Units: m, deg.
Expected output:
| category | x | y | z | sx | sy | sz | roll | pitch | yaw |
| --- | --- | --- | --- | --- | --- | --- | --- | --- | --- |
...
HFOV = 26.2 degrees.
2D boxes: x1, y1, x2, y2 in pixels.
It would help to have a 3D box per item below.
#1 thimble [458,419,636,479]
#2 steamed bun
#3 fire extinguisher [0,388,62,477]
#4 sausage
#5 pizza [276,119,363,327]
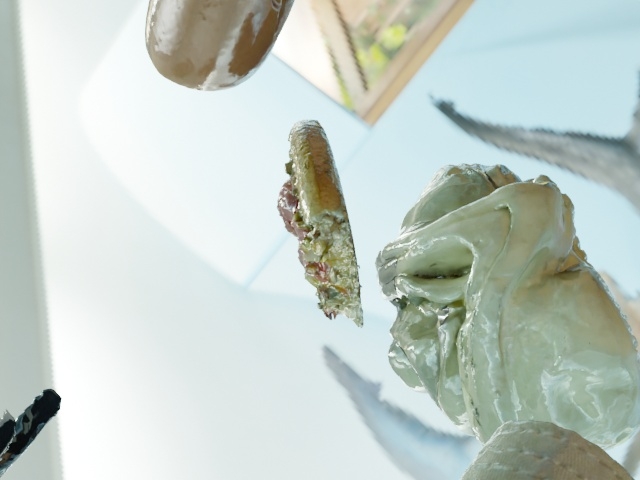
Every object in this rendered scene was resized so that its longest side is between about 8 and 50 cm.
| category | x | y | z | sx | sy | sz | roll | pitch | yaw |
| --- | --- | --- | --- | --- | --- | --- | --- | --- | --- |
| thimble | 0.145 | 0.184 | 0.903 | 0.115 | 0.102 | 0.090 | 14 | -133 | 30 |
| steamed bun | 0.188 | 0.085 | 1.486 | 0.339 | 0.247 | 0.352 | 1 | -112 | -87 |
| fire extinguisher | -0.266 | 0.168 | 0.705 | 0.114 | 0.135 | 0.337 | 47 | -154 | 10 |
| sausage | -0.058 | -0.267 | 1.131 | 0.121 | 0.304 | 0.121 | 15 | -140 | -13 |
| pizza | 0.000 | 0.000 | 1.235 | 0.188 | 0.062 | 0.198 | -98 | -5 | -63 |
